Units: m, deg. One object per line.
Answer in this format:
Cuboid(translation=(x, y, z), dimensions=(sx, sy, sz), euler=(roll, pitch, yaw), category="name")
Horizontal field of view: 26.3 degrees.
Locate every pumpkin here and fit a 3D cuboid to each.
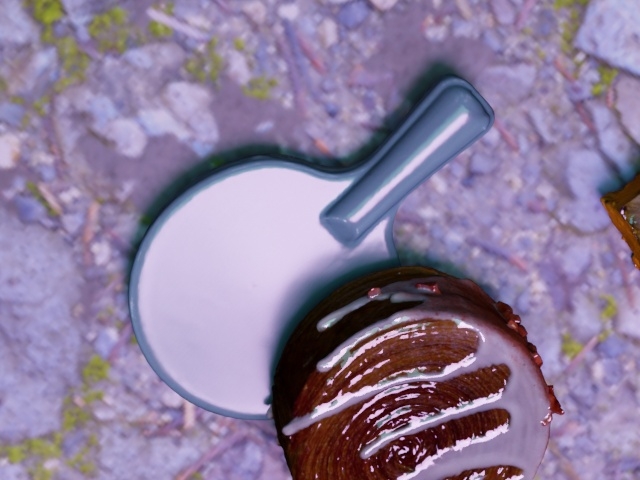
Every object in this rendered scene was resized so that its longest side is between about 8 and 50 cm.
Cuboid(translation=(0.214, -0.015, 0.790), dimensions=(0.083, 0.054, 0.074), euler=(-37, 105, -4), category="pumpkin")

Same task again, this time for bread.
Cuboid(translation=(0.051, 0.095, 0.768), dimensions=(0.160, 0.073, 0.160), euler=(-3, 109, -8), category="bread")

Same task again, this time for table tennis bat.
Cuboid(translation=(0.000, 0.000, 0.780), dimensions=(0.244, 0.040, 0.153), euler=(-44, 105, 5), category="table tennis bat")
